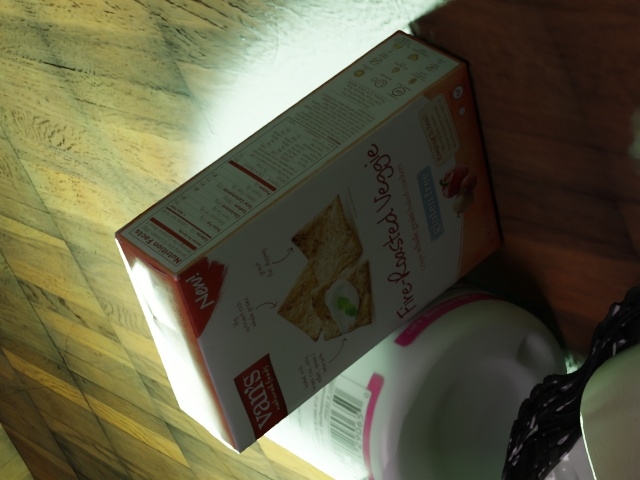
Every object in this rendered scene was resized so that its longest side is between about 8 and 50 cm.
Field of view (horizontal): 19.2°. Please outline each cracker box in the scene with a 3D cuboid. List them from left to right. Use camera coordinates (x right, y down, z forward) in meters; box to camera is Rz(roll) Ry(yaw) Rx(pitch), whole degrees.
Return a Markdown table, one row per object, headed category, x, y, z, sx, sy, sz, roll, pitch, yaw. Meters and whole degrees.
| category | x | y | z | sx | sy | sz | roll | pitch | yaw |
| --- | --- | --- | --- | --- | --- | --- | --- | --- | --- |
| cracker box | 0.000 | 0.000 | 1.157 | 0.067 | 0.232 | 0.156 | 34 | 152 | 40 |

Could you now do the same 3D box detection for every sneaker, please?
| category | x | y | z | sx | sy | sz | roll | pitch | yaw |
| --- | --- | --- | --- | --- | --- | --- | --- | --- | --- |
| sneaker | 0.202 | 0.104 | 1.124 | 0.108 | 0.100 | 0.271 | 18 | 151 | -10 |

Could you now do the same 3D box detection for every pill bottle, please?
| category | x | y | z | sx | sy | sz | roll | pitch | yaw |
| --- | --- | --- | --- | --- | --- | --- | --- | --- | --- |
| pill bottle | 0.025 | 0.082 | 1.329 | 0.283 | 0.160 | 0.160 | 25 | 145 | 50 |

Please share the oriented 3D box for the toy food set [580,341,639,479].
| category | x | y | z | sx | sy | sz | roll | pitch | yaw |
| --- | --- | --- | --- | --- | --- | --- | --- | --- | --- |
| toy food set | 0.260 | 0.161 | 0.909 | 0.219 | 0.092 | 0.306 | -33 | 68 | 49 |
